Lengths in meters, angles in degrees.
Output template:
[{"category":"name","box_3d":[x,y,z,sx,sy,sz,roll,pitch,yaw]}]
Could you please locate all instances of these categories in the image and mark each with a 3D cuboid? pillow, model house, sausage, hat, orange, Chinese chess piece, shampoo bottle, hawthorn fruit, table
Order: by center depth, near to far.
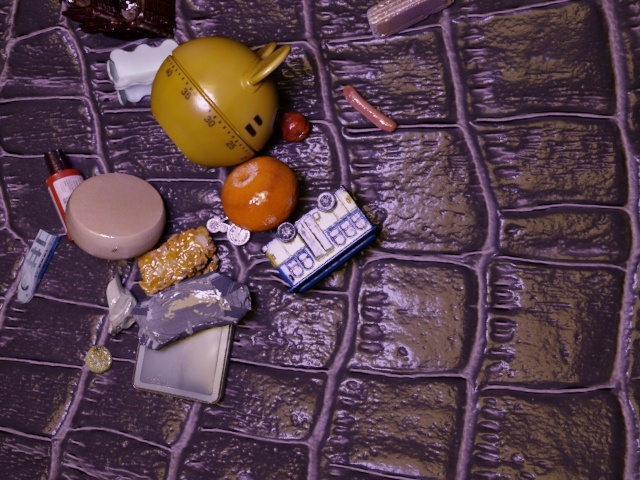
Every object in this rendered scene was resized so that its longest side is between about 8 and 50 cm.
[{"category":"orange","box_3d":[-0.160,-0.118,1.728,0.224,0.170,0.224,-22,40,20]},{"category":"pillow","box_3d":[-0.353,0.187,1.759,0.335,0.092,0.161,-20,89,4]},{"category":"sausage","box_3d":[0.131,-0.360,1.774,0.186,0.043,0.043,42,94,11]},{"category":"Chinese chess piece","box_3d":[-0.564,-0.068,1.784,0.274,0.102,0.273,10,47,-11]},{"category":"hawthorn fruit","box_3d":[-0.076,-0.318,1.794,0.093,0.093,0.093,-1,86,11]},{"category":"model house","box_3d":[-0.561,-0.699,1.811,0.297,0.317,0.282,-46,76,17]},{"category":"table","box_3d":[-0.483,-0.482,1.846,0.199,0.166,0.166,-10,84,2]},{"category":"hat","box_3d":[-0.576,0.179,1.862,0.122,0.081,0.166,-42,59,44]},{"category":"shampoo bottle","box_3d":[-0.732,-0.135,1.887,0.104,0.104,0.278,-26,82,8]}]

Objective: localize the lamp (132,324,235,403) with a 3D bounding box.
[{"category":"lamp","box_3d":[-0.385,0.309,1.821,0.267,0.047,0.268,9,88,12]}]

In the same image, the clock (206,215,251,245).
[{"category":"clock","box_3d":[-0.255,-0.039,1.824,0.129,0.041,0.087,20,94,6]}]

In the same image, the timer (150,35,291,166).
[{"category":"timer","box_3d":[-0.239,-0.385,1.696,0.387,0.376,0.376,-39,80,0]}]

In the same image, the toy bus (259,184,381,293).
[{"category":"toy bus","box_3d":[0.000,0.000,1.724,0.288,0.138,0.175,-37,80,6]}]

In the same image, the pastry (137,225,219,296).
[{"category":"pastry","box_3d":[-0.392,0.061,1.809,0.250,0.102,0.154,-26,76,9]}]

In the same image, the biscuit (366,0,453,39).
[{"category":"biscuit","box_3d":[0.241,-0.628,1.738,0.239,0.108,0.061,-24,76,9]}]

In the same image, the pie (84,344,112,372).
[{"category":"pie","box_3d":[-0.645,0.348,1.882,0.085,0.017,0.085,-1,85,10]}]

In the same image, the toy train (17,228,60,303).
[{"category":"toy train","box_3d":[-0.853,0.082,1.922,0.052,0.051,0.233,27,91,16]}]
